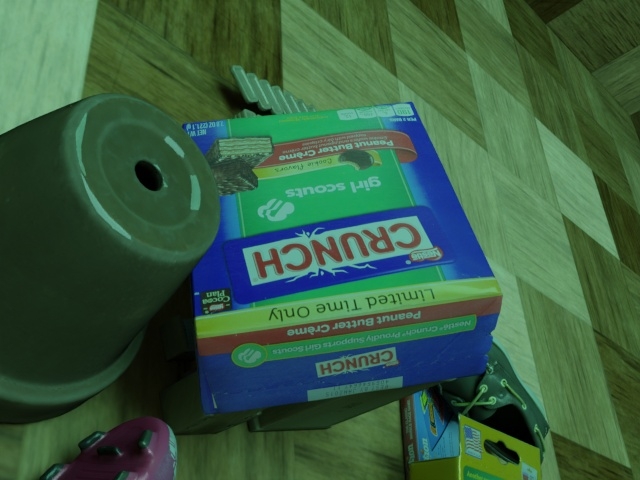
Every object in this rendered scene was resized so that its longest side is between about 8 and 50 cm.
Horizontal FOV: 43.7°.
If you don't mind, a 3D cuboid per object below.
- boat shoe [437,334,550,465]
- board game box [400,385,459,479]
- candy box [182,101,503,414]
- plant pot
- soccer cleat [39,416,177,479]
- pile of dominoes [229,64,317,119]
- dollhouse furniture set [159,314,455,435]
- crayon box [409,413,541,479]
[{"bbox_3d":[0.239,0.224,1.157,0.305,0.109,0.091,46,30,-28],"label":"boat shoe"},{"bbox_3d":[0.170,0.280,1.146,0.145,0.027,0.281,35,41,-36],"label":"board game box"},{"bbox_3d":[0.000,0.000,0.807,0.317,0.268,0.122,-104,-170,-46],"label":"candy box"},{"bbox_3d":[-0.209,-0.002,0.674,0.263,0.229,0.263,34,41,-36],"label":"plant pot"},{"bbox_3d":[-0.187,0.290,0.605,0.143,0.116,0.331,62,32,-27],"label":"soccer cleat"},{"bbox_3d":[-0.049,-0.139,1.190,0.251,0.040,0.196,14,53,-58],"label":"pile of dominoes"},{"bbox_3d":[-0.030,0.042,0.906,0.286,0.198,0.303,13,55,-49],"label":"dollhouse furniture set"},{"bbox_3d":[0.203,0.405,1.004,0.203,0.083,0.322,30,53,-38],"label":"crayon box"}]
